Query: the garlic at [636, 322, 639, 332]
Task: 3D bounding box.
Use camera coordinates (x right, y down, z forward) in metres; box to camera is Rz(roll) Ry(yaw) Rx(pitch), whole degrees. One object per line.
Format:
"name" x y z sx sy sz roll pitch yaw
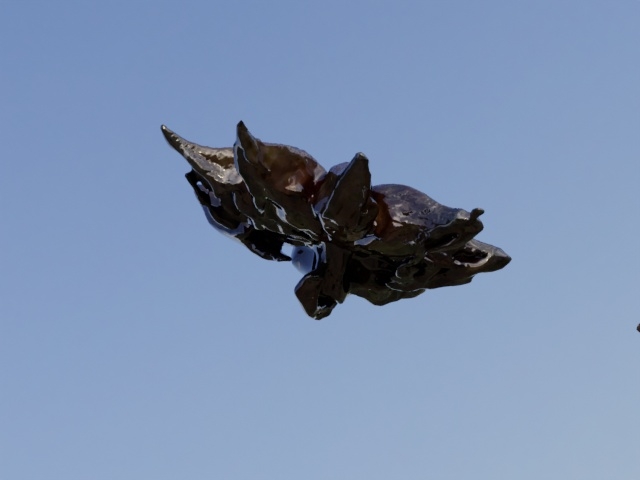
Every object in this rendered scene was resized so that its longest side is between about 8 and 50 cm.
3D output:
"garlic" 0.238 0.019 0.827 0.207 0.257 0.207 -1 -48 -1

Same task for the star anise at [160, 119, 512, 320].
"star anise" 0.000 0.000 1.282 0.272 0.272 0.103 55 -130 -67
